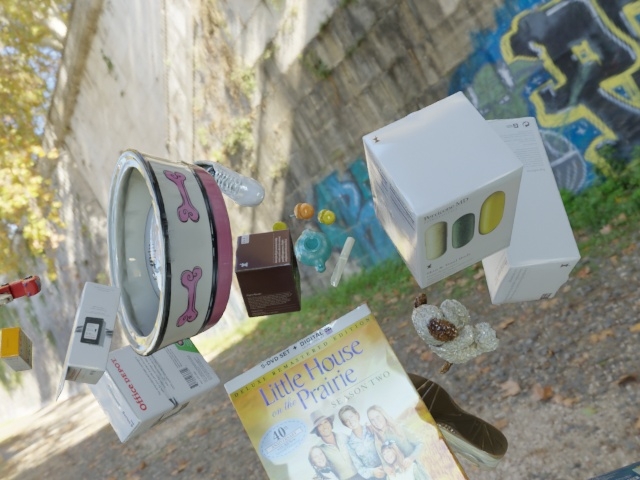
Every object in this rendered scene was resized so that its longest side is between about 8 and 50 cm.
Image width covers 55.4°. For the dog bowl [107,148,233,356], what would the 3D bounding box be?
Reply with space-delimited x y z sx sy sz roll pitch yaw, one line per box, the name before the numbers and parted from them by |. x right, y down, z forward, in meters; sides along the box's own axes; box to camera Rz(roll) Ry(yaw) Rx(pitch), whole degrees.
dog bowl | -0.310 0.020 1.236 0.151 0.407 0.408 -4 -14 -33

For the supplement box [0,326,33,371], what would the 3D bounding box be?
supplement box | -0.616 0.222 1.241 0.036 0.062 0.098 -6 -26 -12

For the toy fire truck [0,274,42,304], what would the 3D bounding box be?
toy fire truck | -0.836 0.150 1.596 0.192 0.047 0.135 -18 16 -15

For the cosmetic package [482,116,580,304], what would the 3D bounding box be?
cosmetic package | 0.448 -0.069 1.415 0.156 0.384 0.217 -5 -31 2

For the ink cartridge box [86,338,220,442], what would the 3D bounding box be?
ink cartridge box | -0.455 0.381 1.660 0.289 0.211 0.121 -16 -28 -54

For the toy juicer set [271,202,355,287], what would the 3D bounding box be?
toy juicer set | 0.000 0.000 2.174 0.209 0.329 0.089 -47 -17 -13

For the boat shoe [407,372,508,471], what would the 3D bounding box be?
boat shoe | 0.283 0.424 1.422 0.109 0.302 0.098 -38 -31 -42

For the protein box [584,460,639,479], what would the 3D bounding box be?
protein box | 0.680 0.567 1.299 0.200 0.135 0.201 -24 -18 8

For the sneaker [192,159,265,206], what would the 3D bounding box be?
sneaker | -0.267 -0.165 1.759 0.090 0.235 0.095 -65 -23 1

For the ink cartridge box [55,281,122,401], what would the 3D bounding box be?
ink cartridge box | -0.383 0.172 1.008 0.060 0.180 0.104 15 -30 -22

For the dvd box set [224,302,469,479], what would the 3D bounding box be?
dvd box set | 0.057 0.365 1.075 0.308 0.420 0.062 -29 -16 0

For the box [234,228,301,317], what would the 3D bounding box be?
box | -0.156 0.102 1.855 0.167 0.203 0.168 -7 40 3

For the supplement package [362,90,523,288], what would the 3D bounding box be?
supplement package | 0.220 -0.084 1.118 0.199 0.198 0.262 -26 -32 -4

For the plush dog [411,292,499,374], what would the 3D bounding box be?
plush dog | 0.365 0.271 1.834 0.210 0.225 0.262 -50 25 2
